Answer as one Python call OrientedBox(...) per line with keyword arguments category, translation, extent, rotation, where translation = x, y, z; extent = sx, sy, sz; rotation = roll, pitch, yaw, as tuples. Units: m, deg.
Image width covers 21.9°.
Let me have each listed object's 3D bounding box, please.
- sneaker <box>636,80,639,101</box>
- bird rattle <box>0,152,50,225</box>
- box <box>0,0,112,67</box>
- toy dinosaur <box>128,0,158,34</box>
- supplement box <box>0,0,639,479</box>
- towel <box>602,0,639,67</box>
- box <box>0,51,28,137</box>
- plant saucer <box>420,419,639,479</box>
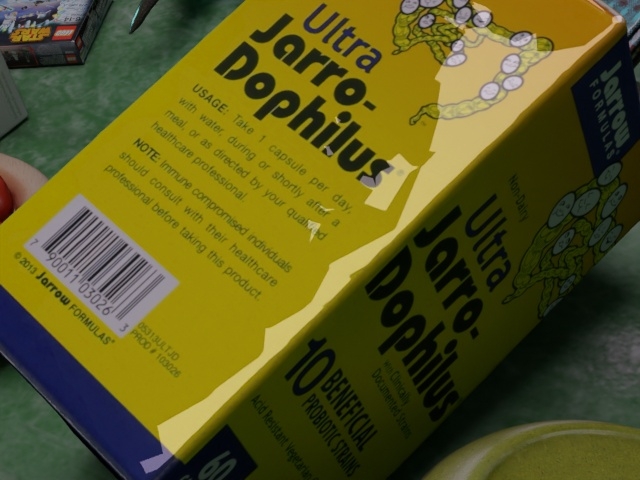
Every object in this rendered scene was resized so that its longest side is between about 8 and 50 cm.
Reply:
OrientedBox(category="sneaker", translation=(0.162, -0.055, 1.150), extent=(0.152, 0.054, 0.061), rotation=(-37, 13, -8))
OrientedBox(category="bird rattle", translation=(-0.276, -0.014, 1.194), extent=(0.253, 0.143, 0.207), rotation=(11, 32, 24))
OrientedBox(category="box", translation=(-0.259, -0.189, 1.442), extent=(0.137, 0.027, 0.094), rotation=(-1, 45, 16))
OrientedBox(category="toy dinosaur", translation=(-0.058, -0.282, 1.430), extent=(0.160, 0.121, 0.313), rotation=(33, 82, 40))
OrientedBox(category="supplement box", translation=(0.000, 0.000, 0.959), extent=(0.356, 0.194, 0.195), rotation=(-44, 57, -11))
OrientedBox(category="towel", translation=(0.038, -0.084, 1.161), extent=(0.370, 0.040, 0.271), rotation=(-47, 48, -11))
OrientedBox(category="box", translation=(-0.311, -0.123, 1.332), extent=(0.087, 0.101, 0.102), rotation=(28, 58, 38))
OrientedBox(category="plant saucer", translation=(0.157, 0.171, 0.841), extent=(0.241, 0.037, 0.241), rotation=(9, 39, -7))
